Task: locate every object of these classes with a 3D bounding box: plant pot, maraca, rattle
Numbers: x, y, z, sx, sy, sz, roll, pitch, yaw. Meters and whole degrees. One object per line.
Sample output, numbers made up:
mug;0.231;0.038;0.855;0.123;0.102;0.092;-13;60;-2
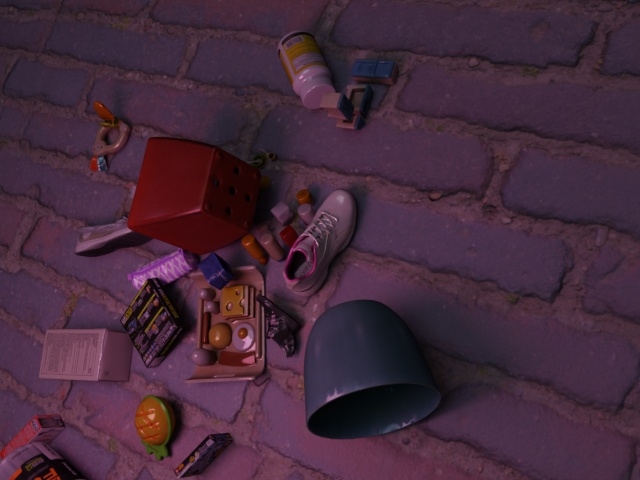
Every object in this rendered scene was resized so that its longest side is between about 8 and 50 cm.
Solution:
plant pot;-0.314;-0.123;1.533;0.236;0.267;0.267;-2;71;38
maraca;-0.451;0.509;1.548;0.127;0.099;0.185;16;107;35
rattle;-0.737;-0.336;1.891;0.130;0.143;0.199;38;86;9
plant pot;0.093;0.277;1.274;0.293;0.293;0.235;-25;51;16

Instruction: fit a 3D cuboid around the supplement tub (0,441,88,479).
supplement tub;-0.739;0.714;1.559;0.316;0.193;0.193;24;86;27

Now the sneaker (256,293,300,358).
sneaker;-0.121;0.223;1.493;0.170;0.051;0.089;37;87;9

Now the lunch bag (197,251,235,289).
lunch bag;-0.276;0.081;1.534;0.065;0.067;0.098;-42;56;2

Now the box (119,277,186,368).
box;-0.482;0.236;1.630;0.190;0.045;0.184;-52;61;25

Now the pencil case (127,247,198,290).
pencil case;-0.457;0.083;1.672;0.206;0.088;0.086;-28;63;15

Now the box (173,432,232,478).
box;-0.301;0.554;1.466;0.137;0.094;0.027;-46;63;5

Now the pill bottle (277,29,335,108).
pill bottle;-0.039;-0.489;1.632;0.119;0.119;0.208;-28;66;15

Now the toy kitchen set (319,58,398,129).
toy kitchen set;0.105;-0.412;1.519;0.122;0.166;0.207;12;81;26

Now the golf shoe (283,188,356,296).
golf shoe;0.000;0.000;1.460;0.115;0.140;0.306;24;85;18

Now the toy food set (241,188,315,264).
toy food set;-0.089;-0.024;1.554;0.232;0.104;0.111;-43;48;-13

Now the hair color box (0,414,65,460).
hair color box;-0.861;0.597;1.702;0.167;0.093;0.053;-44;63;6

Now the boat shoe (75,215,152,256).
boat shoe;-0.637;-0.029;1.771;0.320;0.118;0.103;-16;74;26

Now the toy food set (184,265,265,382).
toy food set;-0.267;0.228;1.543;0.220;0.092;0.306;-9;72;22

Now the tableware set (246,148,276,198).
tableware set;-0.183;-0.194;1.666;0.104;0.024;0.154;34;90;27

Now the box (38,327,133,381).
box;-0.690;0.339;1.680;0.232;0.127;0.148;-3;74;23
